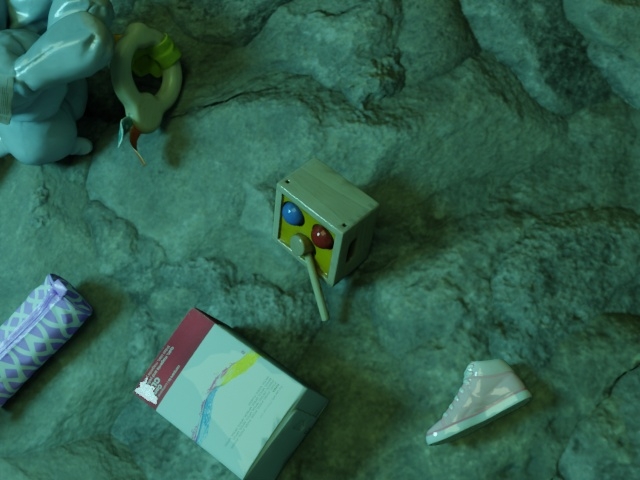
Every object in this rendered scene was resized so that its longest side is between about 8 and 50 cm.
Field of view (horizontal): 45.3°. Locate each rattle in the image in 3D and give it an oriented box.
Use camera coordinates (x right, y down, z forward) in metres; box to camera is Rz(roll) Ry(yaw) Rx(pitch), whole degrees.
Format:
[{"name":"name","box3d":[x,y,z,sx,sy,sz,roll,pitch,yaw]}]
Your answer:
[{"name":"rattle","box3d":[-0.292,-0.212,1.124,0.143,0.130,0.199,8,87,18]}]

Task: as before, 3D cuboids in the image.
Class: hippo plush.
[{"name":"hippo plush","box3d":[-0.380,-0.211,1.075,0.234,0.236,0.294,-3,60,2]}]

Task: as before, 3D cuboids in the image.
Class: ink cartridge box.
[{"name":"ink cartridge box","box3d":[-0.102,0.189,0.927,0.176,0.128,0.127,32,82,21]}]

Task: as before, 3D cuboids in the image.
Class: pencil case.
[{"name":"pencil case","box3d":[-0.407,0.138,1.040,0.086,0.088,0.206,41,84,20]}]

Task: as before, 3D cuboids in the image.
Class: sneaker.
[{"name":"sneaker","box3d":[0.174,0.187,0.905,0.134,0.051,0.070,-28,66,0]}]

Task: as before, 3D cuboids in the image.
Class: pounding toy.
[{"name":"pounding toy","box3d":[0.000,0.000,0.972,0.130,0.141,0.100,38,56,22]}]
